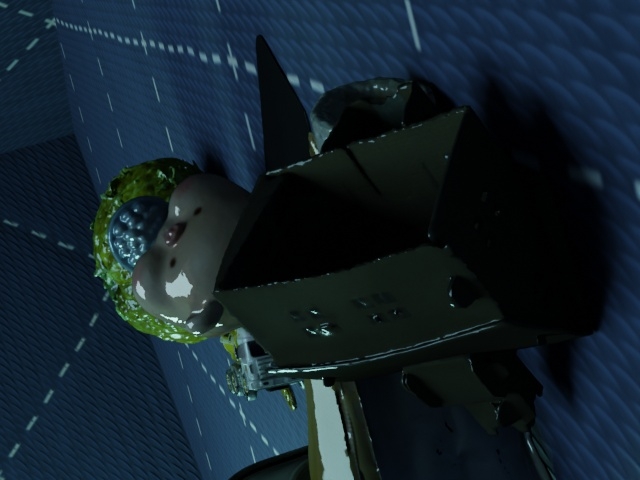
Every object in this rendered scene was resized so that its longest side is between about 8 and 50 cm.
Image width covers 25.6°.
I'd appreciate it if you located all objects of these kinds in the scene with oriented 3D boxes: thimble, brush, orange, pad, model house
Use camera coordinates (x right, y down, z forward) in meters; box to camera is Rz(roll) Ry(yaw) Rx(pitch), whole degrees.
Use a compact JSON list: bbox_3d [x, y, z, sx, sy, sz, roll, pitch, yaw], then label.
[{"bbox_3d":[0.050,-0.074,1.141,0.115,0.102,0.090,-103,0,-65],"label":"thimble"},{"bbox_3d":[-0.078,0.186,2.174,0.218,0.010,0.082,-125,23,-49],"label":"brush"},{"bbox_3d":[-0.233,0.027,2.156,0.301,0.223,0.300,-142,32,-67],"label":"orange"},{"bbox_3d":[-0.041,-0.100,1.679,0.267,0.004,0.181,89,160,-48],"label":"pad"},{"bbox_3d":[0.087,0.033,1.016,0.243,0.211,0.204,49,-136,-29],"label":"model house"}]

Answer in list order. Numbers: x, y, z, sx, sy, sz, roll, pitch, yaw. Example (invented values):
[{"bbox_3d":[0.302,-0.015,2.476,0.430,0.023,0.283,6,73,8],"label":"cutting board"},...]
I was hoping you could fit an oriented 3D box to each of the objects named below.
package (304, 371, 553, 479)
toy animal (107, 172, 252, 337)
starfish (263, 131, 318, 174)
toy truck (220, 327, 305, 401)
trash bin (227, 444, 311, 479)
[{"bbox_3d":[0.039,0.146,1.168,0.221,0.165,0.311,-24,79,48],"label":"package"},{"bbox_3d":[-0.140,0.035,1.835,0.229,0.210,0.221,13,164,33],"label":"toy animal"},{"bbox_3d":[0.000,0.000,1.513,0.277,0.062,0.236,6,111,67],"label":"starfish"},{"bbox_3d":[-0.084,0.156,1.975,0.227,0.098,0.114,169,90,-78],"label":"toy truck"},{"bbox_3d":[0.023,0.313,1.503,0.250,0.219,0.220,130,121,-67],"label":"trash bin"}]
